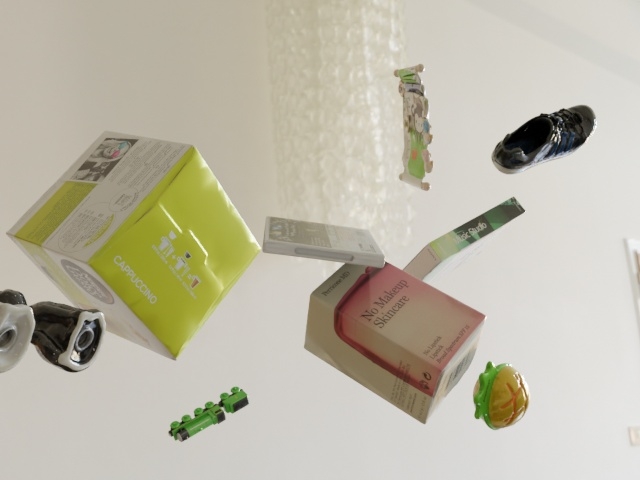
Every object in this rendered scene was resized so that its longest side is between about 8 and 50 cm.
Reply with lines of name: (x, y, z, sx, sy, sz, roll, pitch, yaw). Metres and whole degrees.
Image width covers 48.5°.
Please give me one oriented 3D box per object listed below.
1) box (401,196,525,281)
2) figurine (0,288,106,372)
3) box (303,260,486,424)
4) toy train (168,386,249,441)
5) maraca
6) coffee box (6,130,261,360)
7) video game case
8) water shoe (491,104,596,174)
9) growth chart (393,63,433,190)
box: (0.331, 0.023, 1.745, 0.322, 0.058, 0.232, -27, -16, -34)
figurine: (-0.444, 0.109, 0.965, 0.209, 0.092, 0.215, 14, -3, 26)
box: (0.111, 0.141, 1.092, 0.232, 0.148, 0.127, 29, -45, 24)
toy train: (-0.105, 0.166, 0.674, 0.083, 0.017, 0.023, -27, 35, -29)
maraca: (0.330, 0.288, 1.324, 0.099, 0.127, 0.185, 5, -15, 37)
coffee box: (-0.404, 0.004, 1.588, 0.334, 0.338, 0.338, 14, -34, 39)
video game case: (0.000, 0.000, 1.077, 0.173, 0.022, 0.190, 8, 12, -5)
water shoe: (0.371, -0.169, 1.137, 0.203, 0.073, 0.080, -30, -18, -14)
growth chart: (0.173, -0.210, 1.315, 0.021, 0.237, 0.172, -3, 4, -11)
